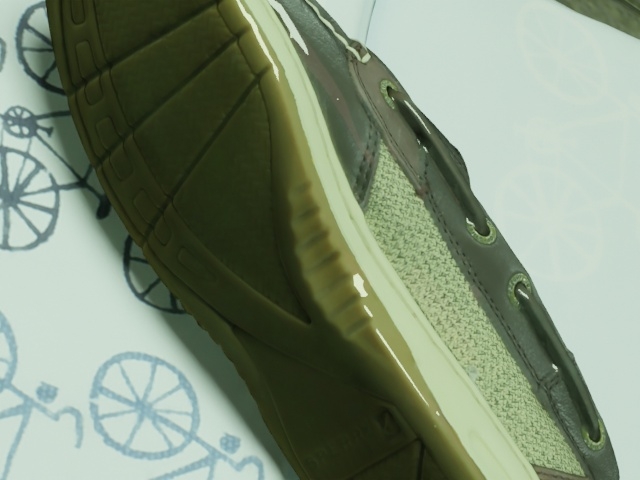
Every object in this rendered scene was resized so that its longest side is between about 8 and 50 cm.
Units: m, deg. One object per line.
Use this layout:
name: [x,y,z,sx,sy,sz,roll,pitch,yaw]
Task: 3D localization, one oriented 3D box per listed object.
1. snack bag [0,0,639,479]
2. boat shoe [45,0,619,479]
snack bag: [0.000,0.000,0.429,0.342,0.037,0.323,23,54,-19]
boat shoe: [0.004,-0.005,0.365,0.073,0.080,0.224,-26,84,-45]
